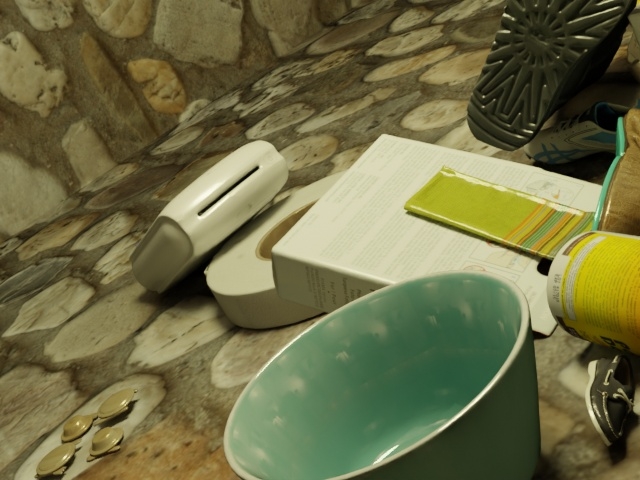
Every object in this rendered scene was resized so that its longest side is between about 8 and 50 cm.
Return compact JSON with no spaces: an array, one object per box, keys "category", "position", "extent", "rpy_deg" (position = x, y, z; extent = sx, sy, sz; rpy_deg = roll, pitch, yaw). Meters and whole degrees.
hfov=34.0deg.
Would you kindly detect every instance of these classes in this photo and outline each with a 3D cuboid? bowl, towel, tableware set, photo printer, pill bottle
[{"category":"bowl","position":[0.080,0.181,0.987],"extent":[0.311,0.163,0.311],"rpy_deg":[-25,20,10]},{"category":"towel","position":[0.230,-0.036,1.328],"extent":[0.237,0.021,0.102],"rpy_deg":[21,44,33]},{"category":"tableware set","position":[-0.335,0.279,1.516],"extent":[0.141,0.020,0.169],"rpy_deg":[-25,21,17]},{"category":"photo printer","position":[-0.194,-0.044,1.837],"extent":[0.256,0.107,0.307],"rpy_deg":[-41,1,-29]},{"category":"pill bottle","position":[0.329,0.058,1.021],"extent":[0.117,0.117,0.215],"rpy_deg":[-36,21,-18]}]

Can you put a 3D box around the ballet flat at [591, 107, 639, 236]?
[{"category":"ballet flat","position":[0.408,-0.066,1.269],"extent":[0.124,0.116,0.342],"rpy_deg":[3,28,21]}]

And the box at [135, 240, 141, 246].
[{"category":"box","position":[-0.302,0.016,2.076],"extent":[0.105,0.043,0.179],"rpy_deg":[-33,22,-10]}]

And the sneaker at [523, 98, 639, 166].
[{"category":"sneaker","position":[0.389,-0.161,1.522],"extent":[0.085,0.086,0.237],"rpy_deg":[-43,23,-30]}]

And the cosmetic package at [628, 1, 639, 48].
[{"category":"cosmetic package","position":[0.595,-0.328,1.491],"extent":[0.155,0.197,0.365],"rpy_deg":[-9,30,43]}]

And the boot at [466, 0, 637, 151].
[{"category":"boot","position":[0.404,-0.347,1.555],"extent":[0.445,0.146,0.367],"rpy_deg":[-33,-20,-51]}]

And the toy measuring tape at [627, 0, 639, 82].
[{"category":"toy measuring tape","position":[0.584,-0.386,1.780],"extent":[0.121,0.121,0.330],"rpy_deg":[-17,31,30]}]

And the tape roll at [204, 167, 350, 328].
[{"category":"tape roll","position":[0.000,0.000,1.669],"extent":[0.392,0.072,0.392],"rpy_deg":[-26,20,10]}]

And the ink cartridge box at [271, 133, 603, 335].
[{"category":"ink cartridge box","position":[0.175,0.004,1.377],"extent":[0.385,0.091,0.308],"rpy_deg":[17,43,28]}]

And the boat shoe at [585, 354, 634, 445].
[{"category":"boat shoe","position":[0.276,0.147,0.986],"extent":[0.038,0.046,0.125],"rpy_deg":[-25,11,23]}]
